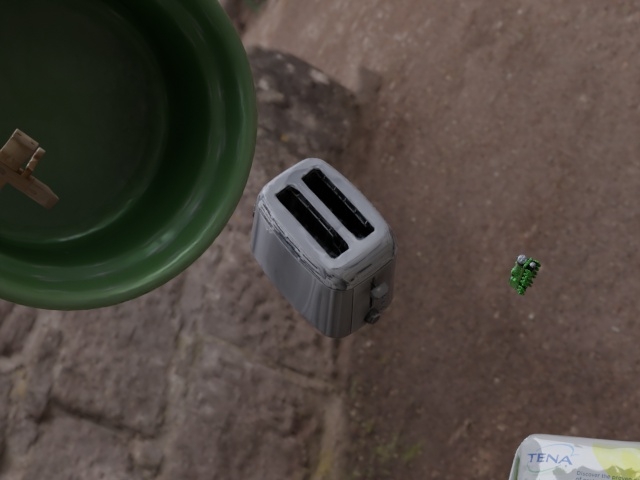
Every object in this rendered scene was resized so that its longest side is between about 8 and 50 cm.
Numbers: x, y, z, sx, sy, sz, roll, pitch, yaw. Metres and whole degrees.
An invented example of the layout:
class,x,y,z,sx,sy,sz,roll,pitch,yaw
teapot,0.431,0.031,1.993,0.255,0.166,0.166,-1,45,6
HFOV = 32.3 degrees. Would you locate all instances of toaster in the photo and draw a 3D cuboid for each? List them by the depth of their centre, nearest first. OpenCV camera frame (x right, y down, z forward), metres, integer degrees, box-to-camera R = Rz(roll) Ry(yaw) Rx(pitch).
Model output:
class,x,y,z,sx,sy,sz,roll,pitch,yaw
toaster,0.000,0.000,1.358,0.129,0.227,0.146,-33,-21,-21

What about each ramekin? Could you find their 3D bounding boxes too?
class,x,y,z,sx,sy,sz,roll,pitch,yaw
ramekin,-0.219,-0.103,0.925,0.148,0.303,0.303,15,80,63

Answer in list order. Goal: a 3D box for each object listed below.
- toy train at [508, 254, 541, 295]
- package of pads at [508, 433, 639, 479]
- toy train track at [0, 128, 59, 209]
class,x,y,z,sx,sy,sz,roll,pitch,yaw
toy train,0.199,0.033,1.087,0.017,0.024,0.083,-47,-16,-12
package of pads,0.297,0.201,0.729,0.296,0.229,0.101,-2,73,40
toy train track,-0.131,-0.025,0.442,0.083,0.048,0.014,-33,28,48
